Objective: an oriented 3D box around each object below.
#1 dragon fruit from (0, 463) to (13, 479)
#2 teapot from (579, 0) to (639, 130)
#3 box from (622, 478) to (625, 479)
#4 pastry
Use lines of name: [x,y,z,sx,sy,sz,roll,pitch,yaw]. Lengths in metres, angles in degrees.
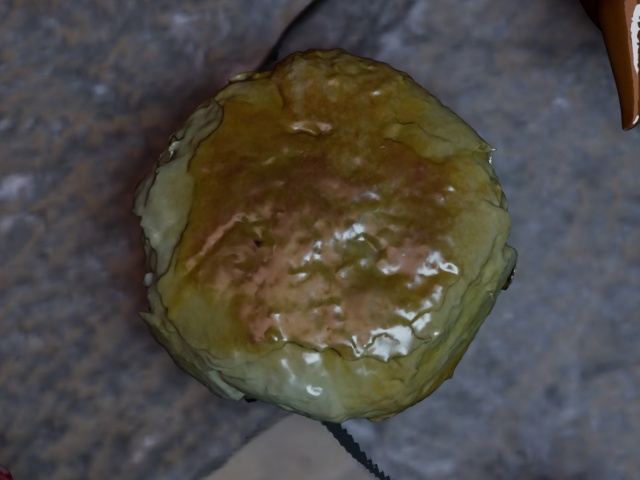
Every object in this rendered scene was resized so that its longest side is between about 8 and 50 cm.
dragon fruit: [-0.155,0.252,0.614,0.263,0.296,0.314,-37,65,4]
teapot: [0.162,-0.107,0.742,0.173,0.116,0.116,-38,72,-27]
box: [0.117,0.211,0.632,0.129,0.086,0.225,-34,47,0]
pastry: [0.001,-0.002,0.750,0.153,0.081,0.153,-4,74,13]
